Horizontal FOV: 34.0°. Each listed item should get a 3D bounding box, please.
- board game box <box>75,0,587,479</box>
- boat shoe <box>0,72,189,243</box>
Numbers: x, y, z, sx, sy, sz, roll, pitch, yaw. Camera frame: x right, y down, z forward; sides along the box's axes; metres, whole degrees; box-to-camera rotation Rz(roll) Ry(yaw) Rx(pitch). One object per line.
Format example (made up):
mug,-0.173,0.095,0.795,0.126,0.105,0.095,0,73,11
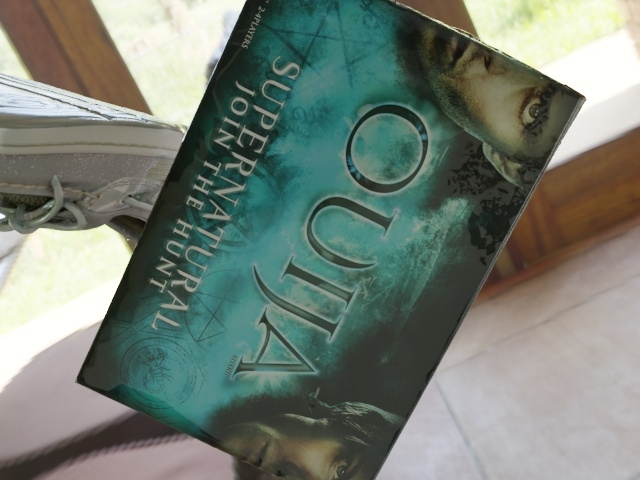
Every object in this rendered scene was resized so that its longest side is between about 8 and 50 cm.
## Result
board game box,0.000,0.000,0.399,0.026,0.126,0.186,-73,8,-75
boat shoe,-0.143,-0.036,0.659,0.118,0.103,0.320,17,4,13
